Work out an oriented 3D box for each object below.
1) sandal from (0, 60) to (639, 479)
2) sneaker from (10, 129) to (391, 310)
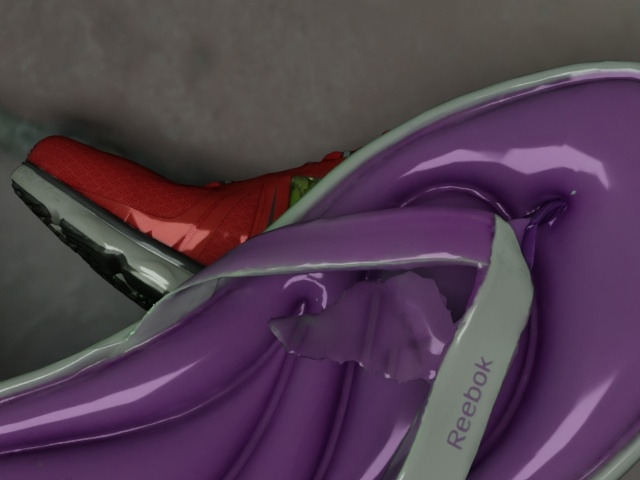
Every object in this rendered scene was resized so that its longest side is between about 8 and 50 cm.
[{"bbox_3d":[-0.008,0.066,0.530,0.416,0.102,0.169,-31,80,-5],"label":"sandal"},{"bbox_3d":[0.000,0.000,0.652,0.279,0.107,0.118,20,79,2],"label":"sneaker"}]
